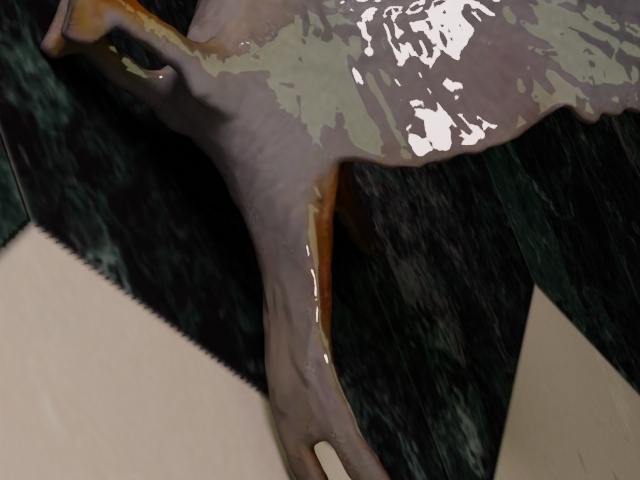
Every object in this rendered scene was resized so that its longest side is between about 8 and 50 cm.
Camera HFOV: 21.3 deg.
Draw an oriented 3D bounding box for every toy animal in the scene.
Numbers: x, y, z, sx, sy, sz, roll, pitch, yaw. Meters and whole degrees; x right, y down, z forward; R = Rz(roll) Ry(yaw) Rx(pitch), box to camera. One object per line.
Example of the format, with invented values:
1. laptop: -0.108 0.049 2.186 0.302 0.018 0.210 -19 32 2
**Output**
1. toy animal: -0.016 -0.014 0.748 0.302 0.225 0.284 36 53 -30
